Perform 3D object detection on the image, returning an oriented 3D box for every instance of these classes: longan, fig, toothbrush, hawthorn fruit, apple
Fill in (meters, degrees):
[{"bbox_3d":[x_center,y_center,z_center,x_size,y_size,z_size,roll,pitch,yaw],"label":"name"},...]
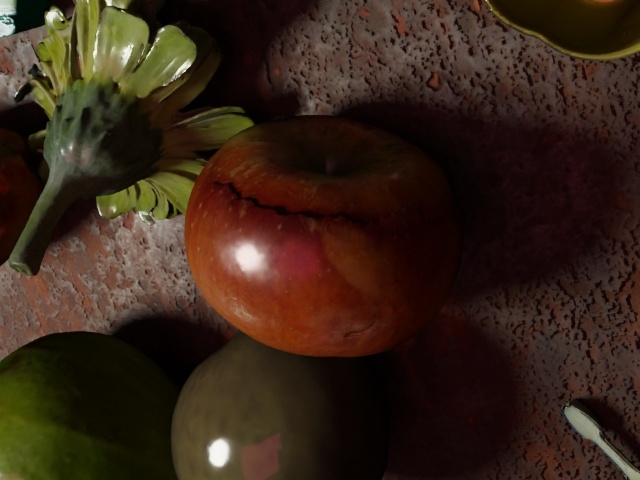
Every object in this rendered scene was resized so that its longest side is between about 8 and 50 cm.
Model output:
[{"bbox_3d":[-0.044,0.209,0.817,0.257,0.258,0.258,7,111,19],"label":"longan"},{"bbox_3d":[-0.283,0.267,0.911,0.316,0.316,0.316,7,111,19],"label":"fig"},{"bbox_3d":[0.370,0.279,0.799,0.294,0.028,0.026,46,120,0],"label":"toothbrush"},{"bbox_3d":[-0.438,-0.058,0.889,0.262,0.210,0.211,-23,99,33],"label":"hawthorn fruit"},{"bbox_3d":[0.000,0.000,0.720,0.271,0.252,0.207,9,120,6],"label":"apple"}]

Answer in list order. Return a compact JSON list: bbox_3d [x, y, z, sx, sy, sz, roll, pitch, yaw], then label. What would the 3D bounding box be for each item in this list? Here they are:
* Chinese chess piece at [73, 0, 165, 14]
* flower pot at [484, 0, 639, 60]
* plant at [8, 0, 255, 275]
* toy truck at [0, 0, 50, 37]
[{"bbox_3d":[-0.224,-0.297,0.810,0.122,0.051,0.122,7,109,20],"label":"Chinese chess piece"},{"bbox_3d":[0.225,-0.248,0.578,0.195,0.179,0.195,6,109,19],"label":"flower pot"},{"bbox_3d":[-0.254,-0.114,0.793,0.261,0.297,0.306,37,154,30],"label":"plant"},{"bbox_3d":[-0.369,-0.345,0.819,0.124,0.114,0.254,18,115,0],"label":"toy truck"}]
